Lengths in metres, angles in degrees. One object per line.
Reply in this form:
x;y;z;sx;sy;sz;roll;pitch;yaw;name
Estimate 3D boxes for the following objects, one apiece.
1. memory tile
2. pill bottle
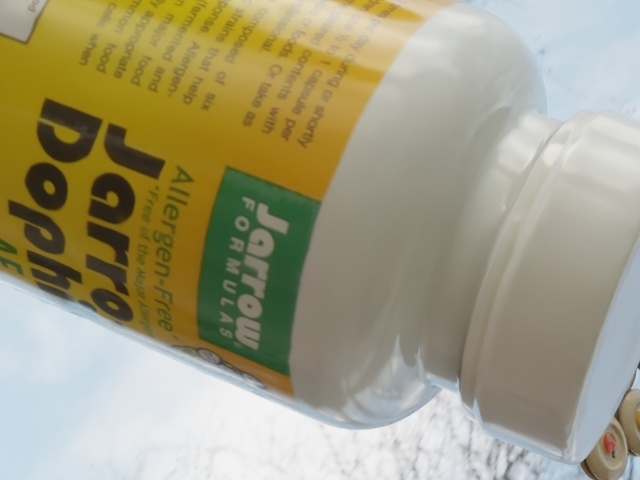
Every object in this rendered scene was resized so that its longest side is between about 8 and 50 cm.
0.168;0.058;0.919;0.012;0.148;0.113;-16;-85;43;memory tile
-0.012;-0.019;0.460;0.208;0.117;0.118;22;-65;19;pill bottle
